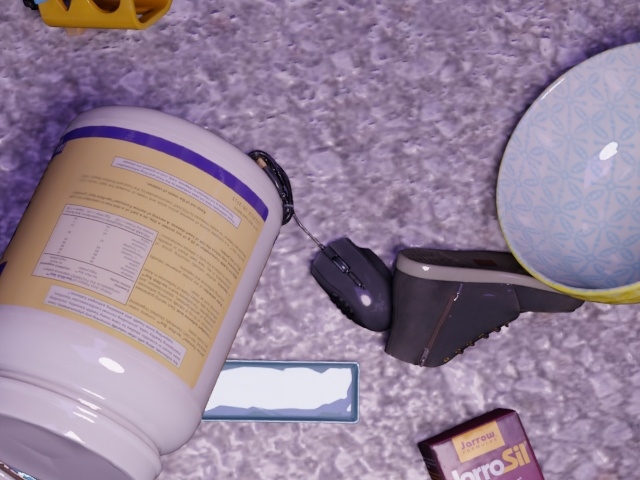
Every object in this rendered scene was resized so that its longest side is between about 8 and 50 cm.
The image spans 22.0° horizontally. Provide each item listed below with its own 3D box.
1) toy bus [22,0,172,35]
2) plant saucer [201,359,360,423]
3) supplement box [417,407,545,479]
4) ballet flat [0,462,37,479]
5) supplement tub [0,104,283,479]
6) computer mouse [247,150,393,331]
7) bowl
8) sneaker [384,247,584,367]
[{"bbox_3d":[-0.255,-0.268,1.720,0.191,0.202,0.104,-17,119,-14],"label":"toy bus"},{"bbox_3d":[-0.054,0.161,1.760,0.192,0.018,0.067,1,86,-7],"label":"plant saucer"},{"bbox_3d":[0.189,0.283,1.747,0.104,0.081,0.188,-22,88,-7],"label":"supplement box"},{"bbox_3d":[-0.252,0.314,1.684,0.400,0.139,0.139,35,83,1],"label":"ballet flat"},{"bbox_3d":[-0.198,0.062,1.601,0.241,0.241,0.331,24,65,-4],"label":"supplement tub"},{"bbox_3d":[0.000,0.000,1.766,0.071,0.041,0.242,-43,91,-7],"label":"computer mouse"},{"bbox_3d":[0.345,-0.047,1.735,0.156,0.289,0.289,37,80,-46],"label":"bowl"},{"bbox_3d":[0.175,0.078,1.773,0.222,0.083,0.118,7,108,-16],"label":"sneaker"}]
